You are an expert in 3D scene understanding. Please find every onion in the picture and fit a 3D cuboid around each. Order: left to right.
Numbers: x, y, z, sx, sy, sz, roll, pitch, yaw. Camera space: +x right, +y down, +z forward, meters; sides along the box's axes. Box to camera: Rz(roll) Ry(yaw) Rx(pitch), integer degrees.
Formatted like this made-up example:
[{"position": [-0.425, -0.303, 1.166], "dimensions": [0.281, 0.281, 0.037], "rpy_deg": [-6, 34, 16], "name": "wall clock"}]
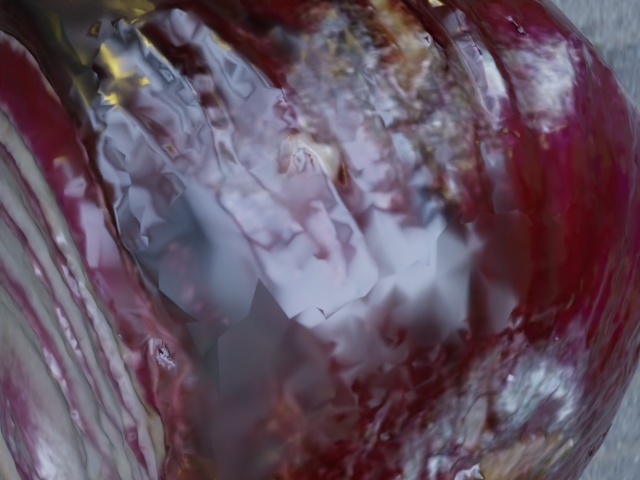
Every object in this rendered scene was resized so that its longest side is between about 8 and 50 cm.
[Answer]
[{"position": [0.002, -0.004, 0.563], "dimensions": [0.206, 0.207, 0.216], "rpy_deg": [-17, 51, -28], "name": "onion"}]
